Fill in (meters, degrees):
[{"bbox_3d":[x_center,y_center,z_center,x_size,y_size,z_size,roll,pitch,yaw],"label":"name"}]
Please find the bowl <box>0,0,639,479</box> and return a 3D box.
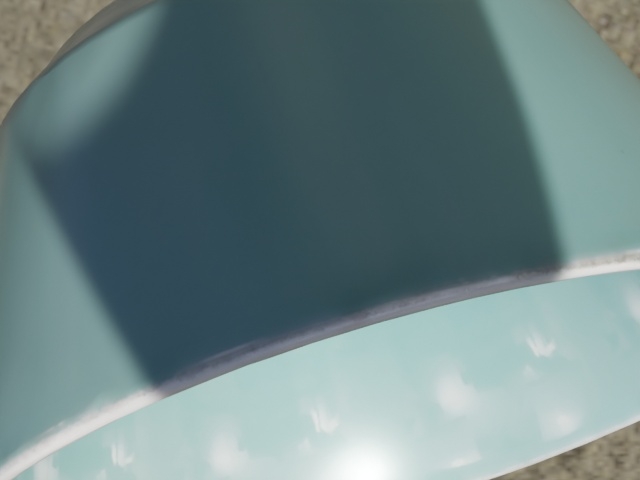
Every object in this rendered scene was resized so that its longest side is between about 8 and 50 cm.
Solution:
[{"bbox_3d":[0.000,0.000,0.619,0.311,0.311,0.163,-30,67,33],"label":"bowl"}]
